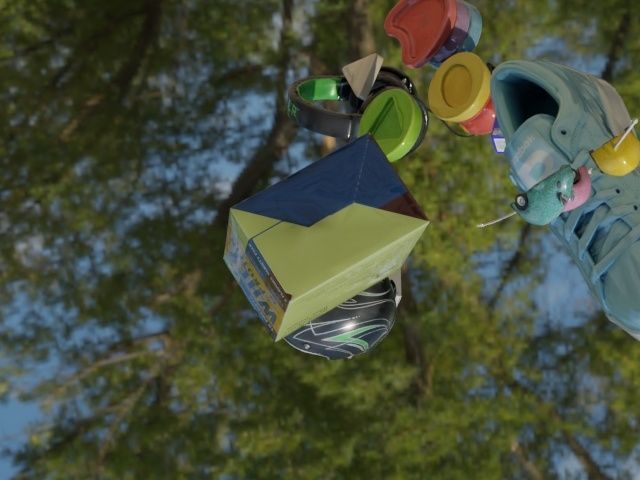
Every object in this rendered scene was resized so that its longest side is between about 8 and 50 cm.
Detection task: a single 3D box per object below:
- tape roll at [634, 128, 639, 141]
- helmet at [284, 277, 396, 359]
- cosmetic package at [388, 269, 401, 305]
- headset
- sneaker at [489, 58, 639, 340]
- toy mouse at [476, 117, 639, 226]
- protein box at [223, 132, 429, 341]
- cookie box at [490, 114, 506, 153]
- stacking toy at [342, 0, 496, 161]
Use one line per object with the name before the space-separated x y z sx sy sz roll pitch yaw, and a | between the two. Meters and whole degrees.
tape roll | 0.591 -0.054 2.201 0.321 0.321 0.077 13 -126 37
helmet | 0.020 0.090 1.806 0.169 0.169 0.161 8 169 31
cosmetic package | 0.100 0.043 2.201 0.060 0.099 0.239 14 -140 -10
headset | 0.136 -0.271 2.360 0.394 0.185 0.243 6 -155 -9
sneaker | 0.248 -0.045 1.211 0.150 0.135 0.366 13 -144 -26
toy mouse | 0.193 -0.038 0.992 0.143 0.031 0.161 -33 174 7
protein box | 0.000 0.000 1.537 0.199 0.136 0.201 -30 168 -15
cookie box | 0.294 -0.173 1.729 0.091 0.040 0.107 2 -127 24
stacking toy | 0.195 -0.272 2.192 0.279 0.130 0.309 -38 -132 30
